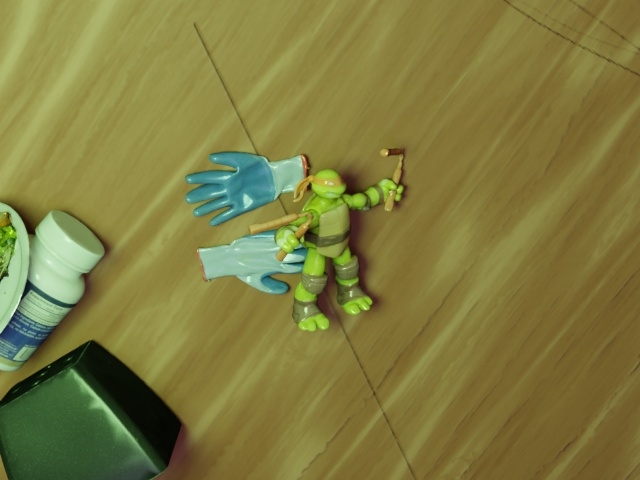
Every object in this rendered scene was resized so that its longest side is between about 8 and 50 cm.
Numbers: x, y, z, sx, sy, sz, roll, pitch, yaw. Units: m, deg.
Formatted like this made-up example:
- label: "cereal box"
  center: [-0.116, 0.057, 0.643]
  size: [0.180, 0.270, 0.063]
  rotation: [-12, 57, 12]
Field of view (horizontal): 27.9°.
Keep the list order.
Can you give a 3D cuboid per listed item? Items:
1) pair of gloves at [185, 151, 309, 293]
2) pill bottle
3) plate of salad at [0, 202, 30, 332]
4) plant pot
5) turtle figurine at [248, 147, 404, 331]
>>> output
- label: "pair of gloves"
  center: [-0.084, -0.020, 1.621]
  size: [0.159, 0.023, 0.198]
  rotation: [-9, 110, -4]
- label: "pill bottle"
  center: [-0.353, 0.058, 1.567]
  size: [0.112, 0.112, 0.186]
  rotation: [38, 100, -18]
- label: "plate of salad"
  center: [-0.421, 0.044, 1.517]
  size: [0.200, 0.200, 0.048]
  rotation: [-47, 142, 10]
- label: "plant pot"
  center: [-0.305, 0.236, 1.610]
  size: [0.187, 0.188, 0.167]
  rotation: [-31, 99, 5]
- label: "turtle figurine"
  center: [0.000, 0.000, 1.580]
  size: [0.270, 0.087, 0.217]
  rotation: [-30, 131, -41]
